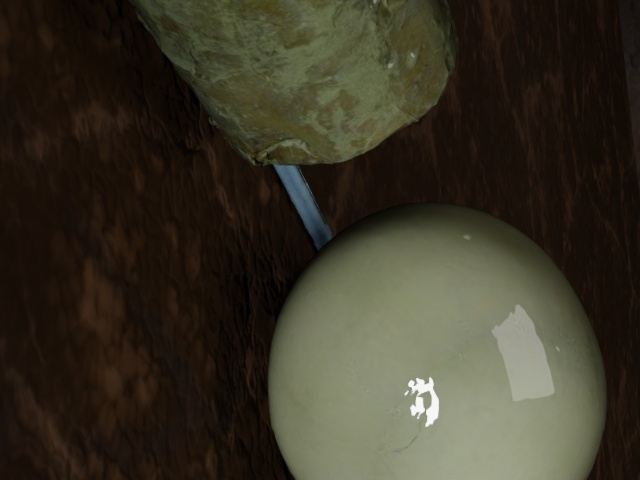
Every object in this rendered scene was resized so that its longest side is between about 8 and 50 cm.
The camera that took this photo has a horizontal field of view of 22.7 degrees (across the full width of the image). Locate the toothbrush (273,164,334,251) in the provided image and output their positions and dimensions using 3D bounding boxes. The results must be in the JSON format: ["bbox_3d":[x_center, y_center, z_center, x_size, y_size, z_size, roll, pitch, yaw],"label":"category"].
[{"bbox_3d":[0.000,0.000,1.136,0.219,0.016,0.019,65,37,-47],"label":"toothbrush"}]

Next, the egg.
[{"bbox_3d":[0.075,0.096,1.032,0.219,0.219,0.269,-75,149,-42],"label":"egg"}]

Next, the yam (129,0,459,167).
[{"bbox_3d":[-0.028,-0.158,0.876,0.304,0.168,0.168,57,34,-51],"label":"yam"}]
